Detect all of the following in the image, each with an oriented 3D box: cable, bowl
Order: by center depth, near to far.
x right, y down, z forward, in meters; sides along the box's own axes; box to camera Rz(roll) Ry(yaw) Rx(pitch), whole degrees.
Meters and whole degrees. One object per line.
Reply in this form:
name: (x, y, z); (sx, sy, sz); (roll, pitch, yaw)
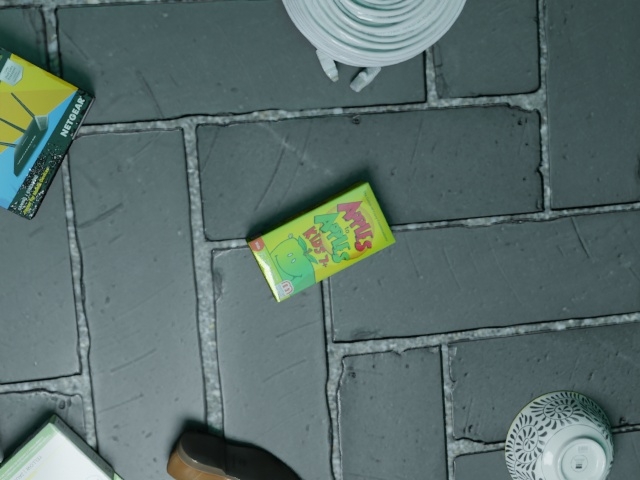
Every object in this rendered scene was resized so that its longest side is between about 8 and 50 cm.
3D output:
cable: (0.070, -0.358, 1.255); (0.257, 0.089, 0.257); (-36, 101, -4)
bowl: (0.362, 0.311, 1.391); (0.170, 0.080, 0.170); (-1, 97, -11)

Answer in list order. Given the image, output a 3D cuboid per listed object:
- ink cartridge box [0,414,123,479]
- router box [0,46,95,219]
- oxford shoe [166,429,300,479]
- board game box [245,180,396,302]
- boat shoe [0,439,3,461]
ink cartridge box: (-0.336, 0.374, 1.285); (0.171, 0.056, 0.235); (-44, 100, -4)
router box: (-0.386, -0.134, 1.219); (0.133, 0.046, 0.179); (27, 91, -12)
oxford shoe: (-0.112, 0.330, 1.323); (0.212, 0.076, 0.076); (28, 121, -14)
board game box: (0.000, 0.000, 1.307); (0.181, 0.043, 0.092); (-27, 100, -6)
boat shoe: (-0.480, 0.198, 1.229); (0.070, 0.078, 0.219); (-28, 93, -7)
